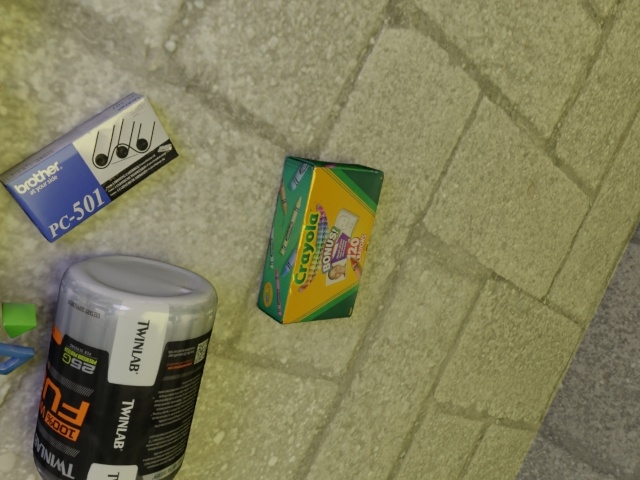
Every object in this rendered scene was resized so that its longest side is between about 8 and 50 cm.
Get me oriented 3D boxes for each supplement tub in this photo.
[{"bbox_3d":[-0.272,0.205,0.854,0.207,0.207,0.338,4,104,-42],"label":"supplement tub"}]

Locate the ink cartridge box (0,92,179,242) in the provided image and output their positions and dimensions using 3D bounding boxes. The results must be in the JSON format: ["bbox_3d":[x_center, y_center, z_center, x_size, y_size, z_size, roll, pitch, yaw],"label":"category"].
[{"bbox_3d":[-0.298,-0.098,0.814,0.207,0.046,0.097,-40,128,-21],"label":"ink cartridge box"}]

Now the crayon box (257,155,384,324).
[{"bbox_3d":[0.000,0.000,1.088,0.165,0.081,0.278,0,108,-41],"label":"crayon box"}]

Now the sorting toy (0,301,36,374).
[{"bbox_3d":[-0.494,0.099,0.691,0.348,0.047,0.196,11,138,-43],"label":"sorting toy"}]
